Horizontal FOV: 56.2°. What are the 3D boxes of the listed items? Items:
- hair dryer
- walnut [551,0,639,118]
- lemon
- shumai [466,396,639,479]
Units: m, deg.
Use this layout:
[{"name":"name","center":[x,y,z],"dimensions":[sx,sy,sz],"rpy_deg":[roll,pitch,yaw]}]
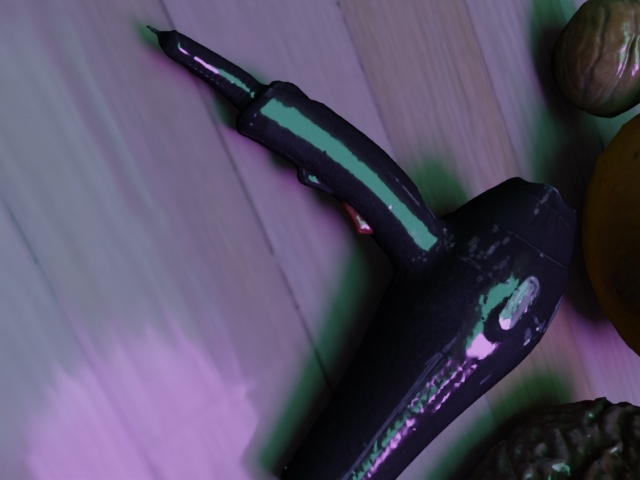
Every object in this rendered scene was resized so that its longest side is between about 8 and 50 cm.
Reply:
[{"name":"hair dryer","center":[0.000,0.000,0.328],"dimensions":[0.272,0.091,0.235],"rpy_deg":[44,76,-11]},{"name":"walnut","center":[0.217,-0.139,0.454],"dimensions":[0.092,0.092,0.092],"rpy_deg":[1,88,-34]},{"name":"lemon","center":[0.289,-0.002,0.434],"dimensions":[0.188,0.188,0.256],"rpy_deg":[-26,103,-31]},{"name":"shumai","center":[0.182,0.222,0.395],"dimensions":[0.206,0.166,0.175],"rpy_deg":[-26,125,-30]}]
